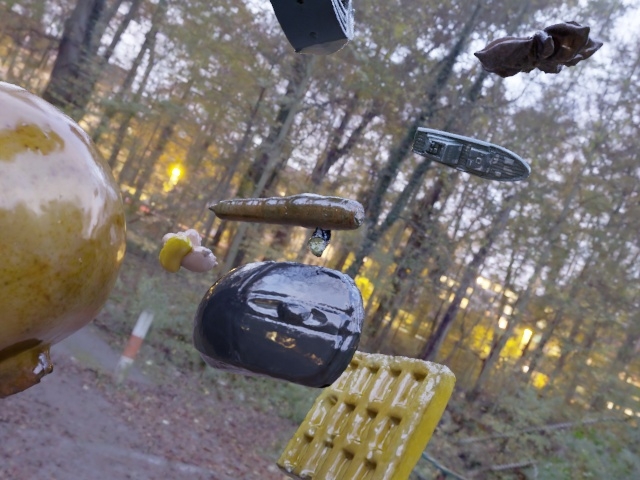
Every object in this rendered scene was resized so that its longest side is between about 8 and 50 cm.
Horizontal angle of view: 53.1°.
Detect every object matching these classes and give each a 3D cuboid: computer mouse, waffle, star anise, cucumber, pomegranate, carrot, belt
[{"bbox_3d":[-0.073,0.092,0.762,0.269,0.138,0.086,-3,-30,42],"label":"computer mouse"},{"bbox_3d":[0.062,0.268,0.927,0.055,0.221,0.248,44,-24,-21],"label":"waffle"},{"bbox_3d":[0.393,-0.337,1.153,0.212,0.073,0.197,-3,5,41],"label":"star anise"},{"bbox_3d":[0.000,0.002,1.081,0.033,0.034,0.135,7,9,5],"label":"cucumber"},{"bbox_3d":[-0.439,0.011,0.779,0.416,0.417,0.416,25,-3,2],"label":"pomegranate"},{"bbox_3d":[-0.073,-0.057,1.236,0.342,0.070,0.070,4,-13,29],"label":"carrot"},{"bbox_3d":[-0.042,-0.646,1.523,0.173,0.300,0.436,-11,-39,19],"label":"belt"}]

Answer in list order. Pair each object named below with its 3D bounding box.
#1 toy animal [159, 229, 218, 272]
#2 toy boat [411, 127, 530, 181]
[{"bbox_3d":[-0.255,0.011,1.240,0.114,0.082,0.091,3,-49,1],"label":"toy animal"},{"bbox_3d":[0.326,-0.182,1.392,0.260,0.078,0.085,19,23,13],"label":"toy boat"}]
